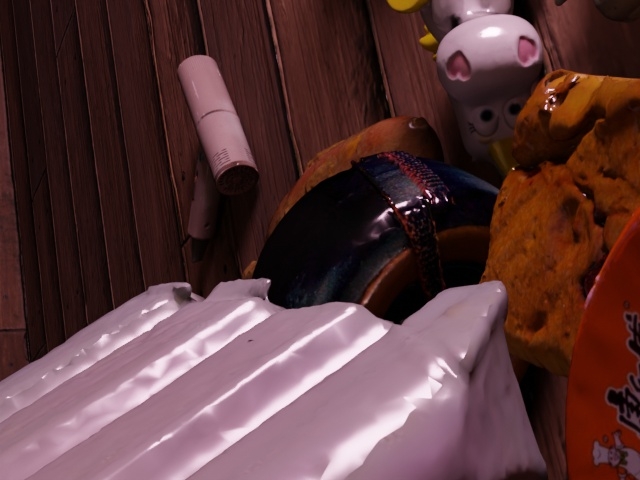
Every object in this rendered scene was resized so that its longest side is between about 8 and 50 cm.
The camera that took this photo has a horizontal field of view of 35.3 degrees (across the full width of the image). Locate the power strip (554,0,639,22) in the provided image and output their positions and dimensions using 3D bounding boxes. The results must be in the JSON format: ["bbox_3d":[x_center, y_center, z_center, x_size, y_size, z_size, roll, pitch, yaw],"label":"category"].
[{"bbox_3d":[0.204,-0.206,0.534,0.268,0.034,0.092,-46,52,55],"label":"power strip"}]

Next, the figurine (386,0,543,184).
[{"bbox_3d":[0.112,-0.122,0.682,0.129,0.109,0.178,82,172,-63],"label":"figurine"}]

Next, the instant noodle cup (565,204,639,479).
[{"bbox_3d":[0.233,0.074,0.317,0.250,0.192,0.250,9,100,63],"label":"instant noodle cup"}]

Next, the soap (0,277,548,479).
[{"bbox_3d":[-0.125,0.209,0.426,0.350,0.435,0.213,0,118,57],"label":"soap"}]

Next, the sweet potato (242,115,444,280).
[{"bbox_3d":[0.000,0.000,0.884,0.385,0.109,0.109,136,127,-57],"label":"sweet potato"}]

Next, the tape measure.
[{"bbox_3d":[0.053,0.052,0.668,0.135,0.202,0.223,37,129,54],"label":"tape measure"}]

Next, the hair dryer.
[{"bbox_3d":[-0.139,-0.082,1.227,0.220,0.053,0.195,108,149,-46],"label":"hair dryer"}]

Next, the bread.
[{"bbox_3d":[0.175,-0.006,0.475,0.143,0.158,0.149,-146,57,-64],"label":"bread"}]
